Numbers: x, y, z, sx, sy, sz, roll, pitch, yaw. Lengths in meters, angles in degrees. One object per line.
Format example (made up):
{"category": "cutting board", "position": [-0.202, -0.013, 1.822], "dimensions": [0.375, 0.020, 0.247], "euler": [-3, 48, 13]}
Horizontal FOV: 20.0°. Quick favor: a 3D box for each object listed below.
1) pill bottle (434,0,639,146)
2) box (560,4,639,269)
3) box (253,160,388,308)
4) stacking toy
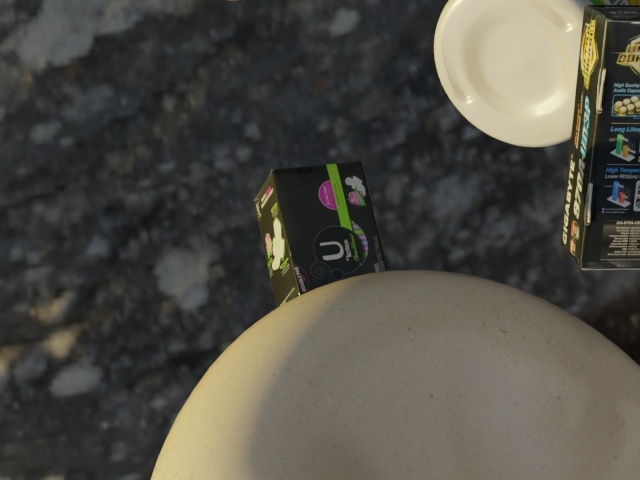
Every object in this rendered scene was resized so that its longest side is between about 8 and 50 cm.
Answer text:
{"category": "pill bottle", "position": [0.194, -0.180, 1.374], "dimensions": [0.136, 0.245, 0.136], "euler": [14, 124, 23]}
{"category": "box", "position": [0.281, -0.069, 1.225], "dimensions": [0.220, 0.051, 0.175], "euler": [-1, 111, -9]}
{"category": "box", "position": [0.000, 0.000, 1.123], "dimensions": [0.062, 0.083, 0.052], "euler": [-7, 162, -19]}
{"category": "stacking toy", "position": [-0.032, 0.244, 0.958], "dimensions": [0.351, 0.350, 0.480], "euler": [16, 151, -29]}
